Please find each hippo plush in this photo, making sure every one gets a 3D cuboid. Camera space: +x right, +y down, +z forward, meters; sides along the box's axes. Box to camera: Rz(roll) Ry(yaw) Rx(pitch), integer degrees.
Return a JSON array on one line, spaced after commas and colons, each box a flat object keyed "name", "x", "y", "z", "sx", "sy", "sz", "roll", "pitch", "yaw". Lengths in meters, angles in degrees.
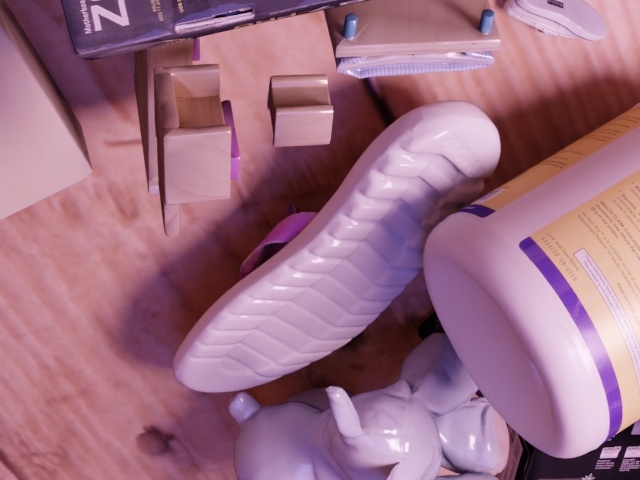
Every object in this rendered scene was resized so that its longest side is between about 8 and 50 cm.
[{"name": "hippo plush", "x": 0.035, "y": 0.241, "z": 1.409, "sx": 0.236, "sy": 0.294, "sz": 0.234, "roll": -18, "pitch": 90, "yaw": 35}]

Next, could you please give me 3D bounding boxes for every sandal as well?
[{"name": "sandal", "x": 0.011, "y": 0.004, "z": 1.334, "sx": 0.169, "sy": 0.102, "sz": 0.416, "roll": 19, "pitch": 128, "yaw": -43}]

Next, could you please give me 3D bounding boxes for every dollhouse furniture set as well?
[{"name": "dollhouse furniture set", "x": 0.010, "y": -0.128, "z": 1.120, "sx": 0.303, "sy": 0.286, "sz": 0.198, "roll": -5, "pitch": 142, "yaw": -9}]

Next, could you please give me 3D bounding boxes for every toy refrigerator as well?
[{"name": "toy refrigerator", "x": -0.298, "y": -0.154, "z": 1.151, "sx": 0.102, "sy": 0.094, "sz": 0.270, "roll": -27, "pitch": 129, "yaw": 2}]

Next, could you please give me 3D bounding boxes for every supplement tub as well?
[{"name": "supplement tub", "x": 0.286, "y": 0.015, "z": 1.260, "sx": 0.331, "sy": 0.241, "sz": 0.241, "roll": -30, "pitch": 130, "yaw": -13}]

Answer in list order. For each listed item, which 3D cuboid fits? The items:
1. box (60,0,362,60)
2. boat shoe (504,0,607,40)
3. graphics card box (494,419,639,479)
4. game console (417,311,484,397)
[{"name": "box", "x": -0.051, "y": -0.343, "z": 0.924, "sx": 0.318, "sy": 0.097, "sz": 0.395, "roll": -13, "pitch": 97, "yaw": -2}, {"name": "boat shoe", "x": 0.209, "y": -0.199, "z": 1.253, "sx": 0.100, "sy": 0.035, "sz": 0.035, "roll": 14, "pitch": 151, "yaw": -25}, {"name": "graphics card box", "x": 0.336, "y": 0.176, "z": 1.533, "sx": 0.232, "sy": 0.094, "sz": 0.371, "roll": -1, "pitch": 127, "yaw": -11}, {"name": "game console", "x": 0.169, "y": 0.113, "z": 1.433, "sx": 0.122, "sy": 0.071, "sz": 0.107, "roll": 46, "pitch": 113, "yaw": -2}]
